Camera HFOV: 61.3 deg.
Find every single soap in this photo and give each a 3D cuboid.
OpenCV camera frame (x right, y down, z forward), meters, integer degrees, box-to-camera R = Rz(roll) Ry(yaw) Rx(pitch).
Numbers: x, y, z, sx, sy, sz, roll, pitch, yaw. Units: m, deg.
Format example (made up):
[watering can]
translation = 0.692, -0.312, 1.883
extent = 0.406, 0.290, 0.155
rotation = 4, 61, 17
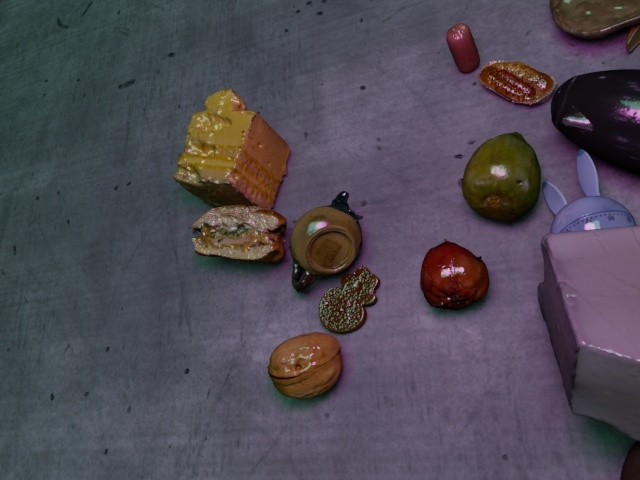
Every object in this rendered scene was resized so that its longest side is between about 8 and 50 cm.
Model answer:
[soap]
translation = 0.611, 0.141, 0.883
extent = 0.436, 0.212, 0.350
rotation = -4, 45, 14

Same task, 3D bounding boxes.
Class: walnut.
[walnut]
translation = -0.036, 0.287, 1.232
extent = 0.180, 0.144, 0.144
rotation = -14, 64, 8

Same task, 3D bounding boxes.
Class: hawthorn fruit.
[hawthorn fruit]
translation = 0.289, 0.067, 1.183
extent = 0.148, 0.148, 0.171
rotation = -14, 46, 18

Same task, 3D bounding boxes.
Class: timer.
[timer]
translation = 0.561, -0.044, 1.122
extent = 0.176, 0.175, 0.255
rotation = -1, 41, 23

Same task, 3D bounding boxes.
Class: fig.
[fig]
translation = 0.411, -0.161, 1.208
extent = 0.167, 0.167, 0.233
rotation = 12, 81, 27

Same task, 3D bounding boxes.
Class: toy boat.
[toy boat]
translation = 0.774, -0.506, 1.244
extent = 0.172, 0.065, 0.066
rotation = -37, 51, 11

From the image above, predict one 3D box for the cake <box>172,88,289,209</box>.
[cake]
translation = -0.230, -0.244, 1.474
extent = 0.223, 0.227, 0.285
rotation = 10, 74, 27

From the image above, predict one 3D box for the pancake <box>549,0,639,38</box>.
[pancake]
translation = 0.691, -0.588, 1.294
extent = 0.295, 0.049, 0.294
rotation = -17, 50, 21

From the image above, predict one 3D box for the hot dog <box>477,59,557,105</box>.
[hot dog]
translation = 0.479, -0.392, 1.332
extent = 0.192, 0.053, 0.099
rotation = 34, 82, 28

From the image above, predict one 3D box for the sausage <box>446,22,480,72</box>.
[sausage]
translation = 0.359, -0.483, 1.361
extent = 0.062, 0.154, 0.062
rotation = -10, 68, 25

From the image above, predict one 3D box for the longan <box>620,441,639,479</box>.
[longan]
translation = 0.591, 0.416, 0.867
extent = 0.197, 0.220, 0.196
rotation = 1, 98, 10

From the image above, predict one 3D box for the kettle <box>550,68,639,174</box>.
[kettle]
translation = 0.648, -0.272, 1.145
extent = 0.290, 0.207, 0.268
rotation = 26, 45, 31

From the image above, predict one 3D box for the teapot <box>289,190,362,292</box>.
[teapot]
translation = 0.000, 0.000, 1.333
extent = 0.269, 0.173, 0.182
rotation = -59, 24, 16

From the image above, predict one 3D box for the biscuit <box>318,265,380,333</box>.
[biscuit]
translation = 0.072, 0.146, 1.304
extent = 0.124, 0.026, 0.175
rotation = 40, 89, 29

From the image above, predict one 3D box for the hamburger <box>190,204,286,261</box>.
[hamburger]
translation = -0.197, -0.019, 1.413
extent = 0.283, 0.157, 0.143
rotation = 4, 91, 30
